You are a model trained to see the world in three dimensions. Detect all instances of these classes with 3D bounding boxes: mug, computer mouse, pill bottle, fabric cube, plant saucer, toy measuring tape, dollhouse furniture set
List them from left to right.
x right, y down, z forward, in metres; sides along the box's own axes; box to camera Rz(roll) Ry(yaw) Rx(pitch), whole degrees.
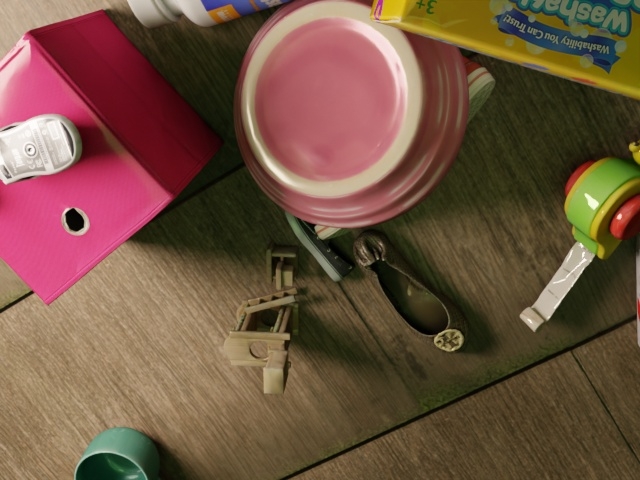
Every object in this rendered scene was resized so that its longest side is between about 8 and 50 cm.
[{"bbox_3d":[-0.356,-0.101,0.992,0.193,0.042,0.106,-11,103,18],"label":"computer mouse"},{"bbox_3d":[-0.330,-0.121,1.137,0.254,0.259,0.258,-36,103,19],"label":"fabric cube"},{"bbox_3d":[-0.335,0.395,1.432,0.129,0.097,0.157,-13,111,10],"label":"mug"},{"bbox_3d":[-0.113,-0.363,1.074,0.272,0.152,0.152,-15,109,13],"label":"pill bottle"},{"bbox_3d":[-0.093,0.108,1.245,0.101,0.182,0.161,2,112,5],"label":"dollhouse furniture set"},{"bbox_3d":[0.024,-0.180,1.102,0.332,0.084,0.332,1,92,22],"label":"plant saucer"},{"bbox_3d":[0.366,-0.007,1.184,0.121,0.121,0.330,29,111,-6],"label":"toy measuring tape"}]

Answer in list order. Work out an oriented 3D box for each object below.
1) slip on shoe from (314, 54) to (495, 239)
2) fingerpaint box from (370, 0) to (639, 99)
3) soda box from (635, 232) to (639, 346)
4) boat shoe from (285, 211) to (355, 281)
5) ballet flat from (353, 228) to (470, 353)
[{"bbox_3d":[0.100,-0.129,1.178,0.101,0.123,0.331,46,112,14],"label":"slip on shoe"},{"bbox_3d":[0.320,-0.339,0.845,0.445,0.163,0.371,14,103,-11],"label":"fingerpaint box"},{"bbox_3d":[0.506,0.069,1.229,0.074,0.069,0.216,-6,110,9],"label":"soda box"},{"bbox_3d":[0.000,0.000,1.269,0.040,0.049,0.142,-34,111,11],"label":"boat shoe"},{"bbox_3d":[0.138,0.086,1.279,0.084,0.058,0.250,-36,104,18],"label":"ballet flat"}]
